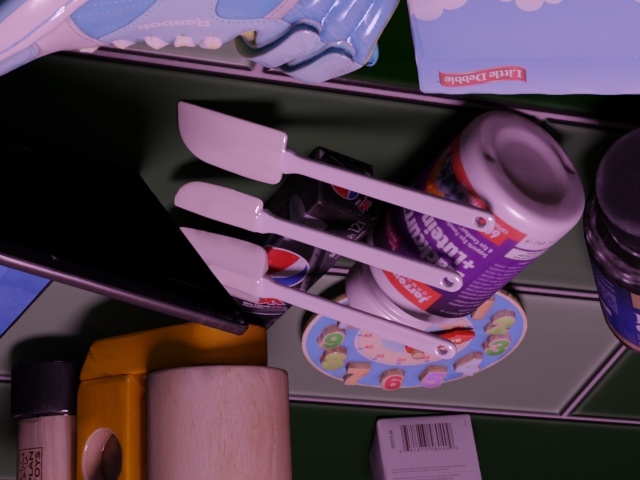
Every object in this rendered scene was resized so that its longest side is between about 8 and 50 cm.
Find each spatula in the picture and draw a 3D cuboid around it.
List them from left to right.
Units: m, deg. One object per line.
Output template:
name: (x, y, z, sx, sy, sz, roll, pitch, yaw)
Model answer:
spatula: (0.000, 0.000, 0.949, 0.242, 0.019, 0.168, 18, 125, 10)

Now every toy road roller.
toy road roller: (-0.114, 0.197, 1.135, 0.329, 0.203, 0.240, -14, 163, 42)

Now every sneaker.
sneaker: (-0.081, -0.139, 0.765, 0.319, 0.127, 0.208, -25, 138, 26)

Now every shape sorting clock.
shape sorting clock: (0.086, 0.089, 1.170, 0.206, 0.040, 0.206, -4, 144, -3)

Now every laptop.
laptop: (-0.319, 0.016, 0.862, 0.382, 0.408, 0.236, 19, 104, -30)

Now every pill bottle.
pill bottle: (0.102, -0.002, 0.990, 0.108, 0.108, 0.193, 16, 138, -27)
pill bottle: (0.267, 0.003, 0.986, 0.122, 0.123, 0.219, -14, 152, 11)

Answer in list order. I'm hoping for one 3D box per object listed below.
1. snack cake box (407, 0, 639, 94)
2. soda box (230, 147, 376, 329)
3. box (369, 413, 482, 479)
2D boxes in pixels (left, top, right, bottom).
snack cake box: (0.187, -0.162, 0.697, 0.264, 0.152, 0.089, 1, 142, 13)
soda box: (-0.024, 0.003, 1.020, 0.053, 0.060, 0.169, 21, 136, -24)
box: (0.109, 0.245, 1.335, 0.101, 0.102, 0.087, -2, 146, -7)
